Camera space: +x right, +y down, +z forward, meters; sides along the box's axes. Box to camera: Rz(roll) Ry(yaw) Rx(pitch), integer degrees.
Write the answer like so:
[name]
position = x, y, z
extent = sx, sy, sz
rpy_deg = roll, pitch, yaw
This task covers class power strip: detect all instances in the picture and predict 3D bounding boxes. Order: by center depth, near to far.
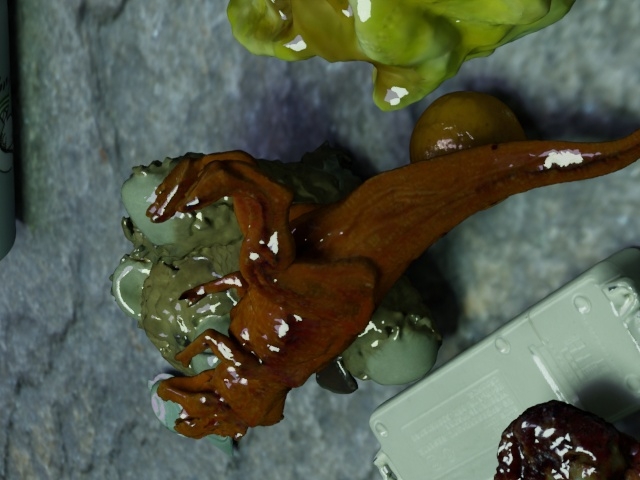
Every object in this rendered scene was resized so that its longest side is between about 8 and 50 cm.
[power strip]
position = 0.150, 0.106, 0.957
extent = 0.098, 0.058, 0.338
rpy_deg = 59, 139, 8

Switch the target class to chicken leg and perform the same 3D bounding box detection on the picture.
[chicken leg]
position = 0.236, 0.222, 0.874
extent = 0.177, 0.083, 0.322
rpy_deg = -5, 127, 54

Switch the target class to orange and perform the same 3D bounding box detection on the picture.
[orange]
position = 0.101, -0.061, 0.918
extent = 0.083, 0.070, 0.083
rpy_deg = 18, 125, 27

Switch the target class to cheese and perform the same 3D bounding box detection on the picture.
[cheese]
position = -0.129, 0.166, 1.301
extent = 0.121, 0.026, 0.067
rpy_deg = 18, 122, 40

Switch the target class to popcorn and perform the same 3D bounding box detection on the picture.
[popcorn]
position = 0.070, -0.187, 0.777
extent = 0.256, 0.255, 0.195
rpy_deg = 179, 72, -77

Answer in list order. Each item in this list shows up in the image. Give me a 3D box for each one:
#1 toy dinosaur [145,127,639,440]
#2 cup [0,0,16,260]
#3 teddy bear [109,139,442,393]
[toy dinosaur]
position = 0.000, 0.000, 0.869
extent = 0.208, 0.097, 0.432
rpy_deg = 36, 123, -26
[cup]
position = -0.404, -0.131, 1.311
extent = 0.205, 0.205, 0.312
rpy_deg = 30, 127, 34
[teddy bear]
position = -0.056, 0.036, 1.068
extent = 0.267, 0.156, 0.256
rpy_deg = 35, 134, -11
